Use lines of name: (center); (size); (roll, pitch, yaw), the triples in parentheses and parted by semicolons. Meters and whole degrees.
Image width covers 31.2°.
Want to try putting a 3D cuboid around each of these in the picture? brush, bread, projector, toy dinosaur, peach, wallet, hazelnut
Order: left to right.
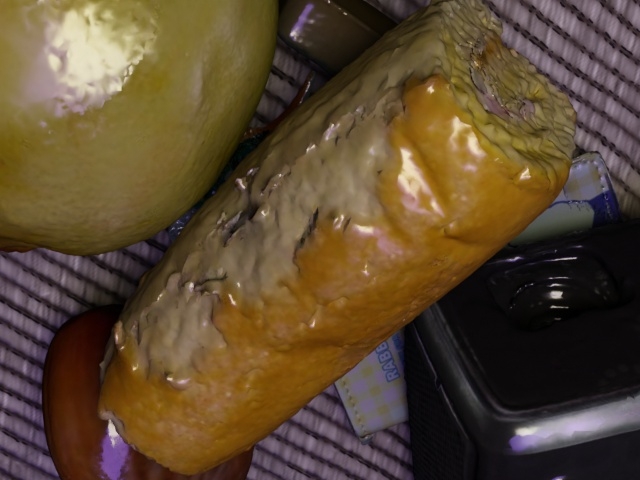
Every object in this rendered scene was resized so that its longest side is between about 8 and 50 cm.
peach: (-0.178, -0.149, 0.839); (0.281, 0.314, 0.316); (17, 72, -36)
hazelnut: (-0.163, 0.157, 1.020); (0.210, 0.186, 0.210); (-25, 125, -41)
toy dinosaur: (-0.075, -0.071, 1.024); (0.106, 0.044, 0.187); (14, 109, 3)
bread: (0.000, 0.000, 0.841); (0.165, 0.236, 0.375); (45, 120, -7)
brush: (0.044, -0.152, 0.959); (0.197, 0.123, 0.059); (34, 107, -18)
wallet: (0.145, 0.053, 1.081); (0.309, 0.077, 0.223); (-21, 116, -1)
projector: (0.294, 0.206, 1.028); (0.395, 0.242, 0.405); (-13, 127, -9)
